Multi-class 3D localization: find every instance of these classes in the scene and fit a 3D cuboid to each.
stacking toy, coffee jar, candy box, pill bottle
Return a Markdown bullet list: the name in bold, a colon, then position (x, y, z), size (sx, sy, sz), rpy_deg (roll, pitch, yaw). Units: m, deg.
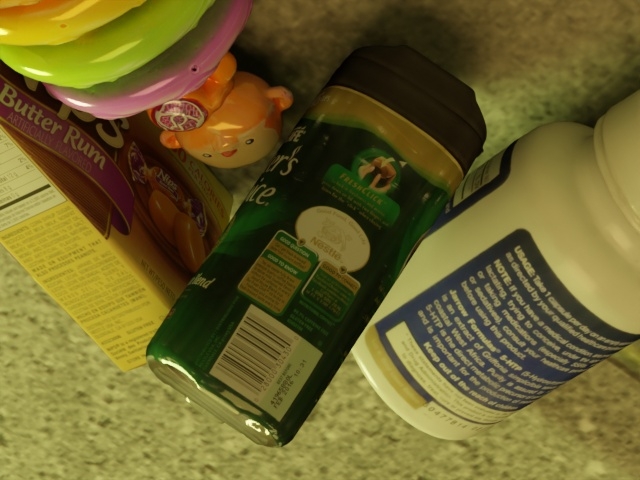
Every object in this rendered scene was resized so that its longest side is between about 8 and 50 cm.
- **stacking toy**: position (-0.094, -0.118, 0.756), size (0.175, 0.165, 0.302), rpy_deg (-20, 140, 13)
- **coffee jar**: position (0.000, 0.000, 0.811), size (0.079, 0.184, 0.096), rpy_deg (35, 168, -2)
- **candy box**: position (-0.120, -0.040, 0.847), size (0.053, 0.109, 0.186), rpy_deg (-22, 125, 25)
- **pill bottle**: position (0.109, 0.009, 0.854), size (0.112, 0.112, 0.187), rpy_deg (38, 127, -24)
